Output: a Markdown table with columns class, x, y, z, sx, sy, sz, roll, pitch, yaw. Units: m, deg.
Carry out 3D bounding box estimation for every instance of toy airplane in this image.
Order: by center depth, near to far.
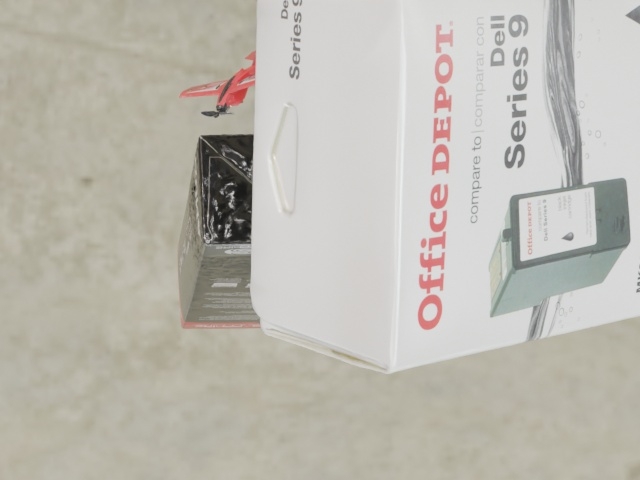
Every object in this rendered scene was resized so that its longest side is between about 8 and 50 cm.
| class | x | y | z | sx | sy | sz | roll | pitch | yaw |
| --- | --- | --- | --- | --- | --- | --- | --- | --- | --- |
| toy airplane | -0.082 | -0.181 | 1.770 | 0.151 | 0.151 | 0.028 | -21 | 122 | 21 |

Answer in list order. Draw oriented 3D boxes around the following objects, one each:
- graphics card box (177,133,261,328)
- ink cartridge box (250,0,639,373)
| class | x | y | z | sx | sy | sz | roll | pitch | yaw |
| --- | --- | --- | --- | --- | --- | --- | --- | --- | --- |
| graphics card box | 0.000 | 0.000 | 1.377 | 0.232 | 0.094 | 0.371 | -1 | 168 | -7 |
| ink cartridge box | 0.109 | -0.053 | 0.954 | 0.289 | 0.121 | 0.211 | -10 | 106 | -38 |
